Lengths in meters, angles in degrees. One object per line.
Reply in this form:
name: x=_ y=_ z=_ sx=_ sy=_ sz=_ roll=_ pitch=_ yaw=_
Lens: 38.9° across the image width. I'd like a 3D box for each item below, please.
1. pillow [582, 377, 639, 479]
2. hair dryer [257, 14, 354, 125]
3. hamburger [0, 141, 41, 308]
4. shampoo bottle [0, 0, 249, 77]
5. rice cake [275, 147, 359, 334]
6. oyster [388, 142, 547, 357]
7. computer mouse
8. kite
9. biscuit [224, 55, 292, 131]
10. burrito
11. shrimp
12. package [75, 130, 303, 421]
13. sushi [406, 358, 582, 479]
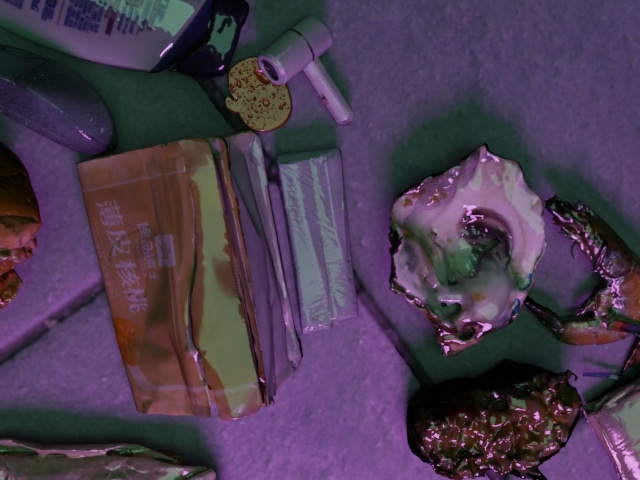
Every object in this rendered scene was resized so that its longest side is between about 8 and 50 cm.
pillow: x=0.437 y=0.277 z=1.184 sx=0.119 sy=0.053 sz=0.208 roll=-28 pitch=100 yaw=1
hair dryer: x=-0.006 y=-0.188 z=1.073 sx=0.082 sy=0.047 sz=0.137 roll=-43 pitch=113 yaw=-18
hamburger: x=-0.439 y=-0.025 z=0.956 sx=0.260 sy=0.245 sz=0.211 roll=44 pitch=101 yaw=28
shampoo bottle: x=-0.267 y=-0.274 z=1.016 sx=0.360 sy=0.078 sz=0.134 roll=20 pitch=98 yaw=-9
rice cake: x=-0.001 y=0.001 z=1.102 sx=0.080 sy=0.042 sz=0.221 roll=-9 pitch=97 yaw=-11
oyster: x=0.180 y=0.007 z=1.106 sx=0.223 sy=0.083 sz=0.214 roll=-40 pitch=103 yaw=-7
computer mouse: x=-0.321 y=-0.176 z=1.007 sx=0.229 sy=0.113 sz=0.068 roll=30 pitch=107 yaw=-14
kite: x=0.431 y=0.123 z=1.169 sx=0.160 sy=0.010 sz=0.182 roll=14 pitch=110 yaw=-23
biscuit: x=-0.077 y=-0.173 z=1.084 sx=0.078 sy=0.015 sz=0.091 roll=-19 pitch=99 yaw=-3
burrito: x=-0.300 y=0.296 z=1.081 sx=0.392 sy=0.076 sz=0.117 roll=4 pitch=95 yaw=-7
shrimp: x=0.328 y=0.047 z=1.148 sx=0.150 sy=0.051 sz=0.217 roll=-39 pitch=104 yaw=6
package: x=-0.143 y=0.042 z=1.027 sx=0.221 sy=0.165 sz=0.311 roll=-11 pitch=97 yaw=-6
sushi: x=0.215 y=0.236 z=1.121 sx=0.213 sy=0.115 sz=0.147 roll=-9 pitch=97 yaw=-7
